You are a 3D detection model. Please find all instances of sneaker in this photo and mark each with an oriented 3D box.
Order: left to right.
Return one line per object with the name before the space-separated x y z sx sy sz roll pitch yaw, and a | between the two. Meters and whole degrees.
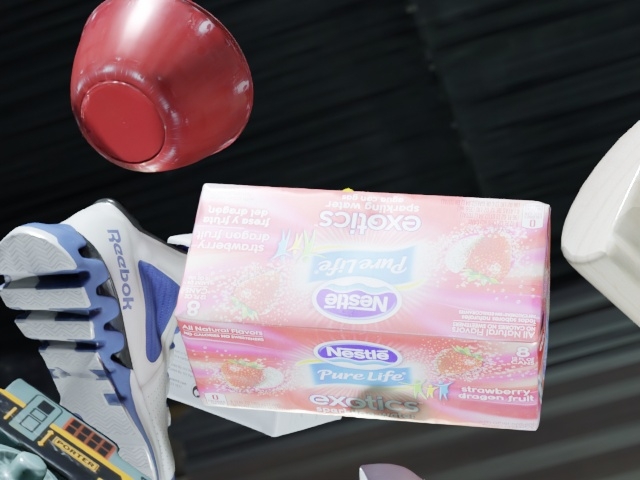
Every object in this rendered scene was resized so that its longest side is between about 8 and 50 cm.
sneaker | -0.173 0.094 1.560 0.182 0.127 0.315 -41 -54 -46

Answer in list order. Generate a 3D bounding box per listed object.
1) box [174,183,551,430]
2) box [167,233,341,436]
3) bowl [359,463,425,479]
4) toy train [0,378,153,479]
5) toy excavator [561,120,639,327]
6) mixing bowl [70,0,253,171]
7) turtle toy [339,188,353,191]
box | 0.043 0.056 1.415 0.154 0.300 0.142 81 -165 -55
box | -0.070 0.094 1.780 0.119 0.181 0.181 -8 -72 -50
bowl | 0.080 0.266 1.391 0.142 0.053 0.142 -116 15 -47
toy train | -0.135 0.224 1.109 0.334 0.142 0.190 33 -164 0
toy excavator | 0.289 -0.010 0.743 0.222 0.433 0.445 41 -149 -14
mixing bowl | -0.164 -0.133 1.558 0.098 0.181 0.181 -59 -44 -51
turtle toy | 0.000 0.000 1.890 0.066 0.095 0.130 23 134 56
